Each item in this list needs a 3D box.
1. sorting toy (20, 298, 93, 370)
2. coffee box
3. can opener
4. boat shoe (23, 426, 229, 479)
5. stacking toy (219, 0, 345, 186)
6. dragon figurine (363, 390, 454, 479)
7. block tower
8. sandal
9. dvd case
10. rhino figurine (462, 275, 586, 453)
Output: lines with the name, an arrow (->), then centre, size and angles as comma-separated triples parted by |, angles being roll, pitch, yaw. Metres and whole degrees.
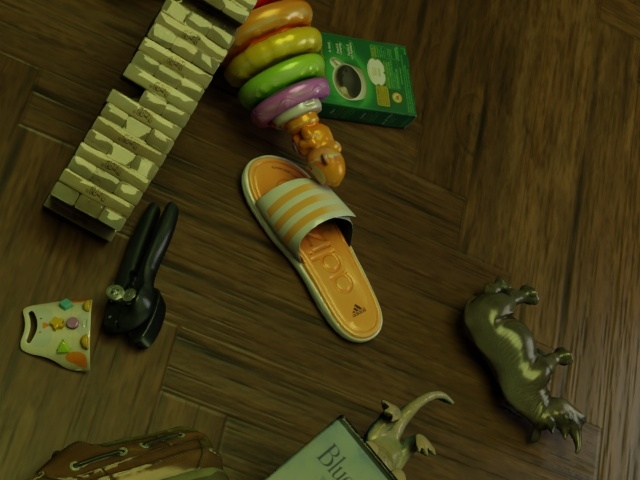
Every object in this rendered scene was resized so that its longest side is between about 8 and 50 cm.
sorting toy -> -0.288, 0.097, 1.497 | 0.075, 0.045, 0.083 | 1, 65, -7
coffee box -> 0.034, -0.214, 1.810 | 0.184, 0.040, 0.113 | 4, 65, -27
can opener -> -0.205, 0.032, 1.565 | 0.059, 0.073, 0.186 | -1, 57, 14
boat shoe -> -0.246, 0.268, 1.404 | 0.307, 0.110, 0.104 | -7, 44, -25
stacking toy -> -0.048, -0.200, 1.680 | 0.166, 0.175, 0.301 | -24, 85, -8
dragon figurine -> 0.050, 0.262, 1.561 | 0.085, 0.144, 0.289 | 43, 36, -3
block tower -> -0.188, -0.162, 1.543 | 0.091, 0.097, 0.335 | 30, 87, -11
sandal -> 0.008, -0.004, 1.673 | 0.102, 0.076, 0.265 | -29, 82, -35
dvd case -> -0.015, 0.333, 1.448 | 0.253, 0.022, 0.180 | -40, 88, -1
rhino figurine -> 0.261, 0.163, 1.730 | 0.106, 0.073, 0.243 | -23, 80, -38
